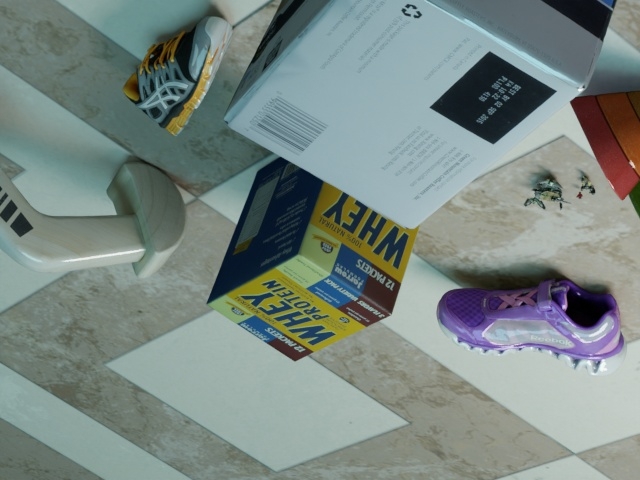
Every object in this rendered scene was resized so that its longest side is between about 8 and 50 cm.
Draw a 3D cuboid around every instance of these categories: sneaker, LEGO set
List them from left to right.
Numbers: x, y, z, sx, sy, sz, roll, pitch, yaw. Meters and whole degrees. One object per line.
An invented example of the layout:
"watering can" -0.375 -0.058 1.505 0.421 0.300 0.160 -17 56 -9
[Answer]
"sneaker" -0.161 -0.189 2.158 0.083 0.084 0.215 30 147 -7
"sneaker" 0.260 0.087 2.348 0.236 0.095 0.104 10 140 5
"LEGO set" 0.268 -0.058 2.188 0.083 0.023 0.054 -5 144 12

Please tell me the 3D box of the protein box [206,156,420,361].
"protein box" 0.000 0.000 2.240 0.136 0.201 0.200 33 145 -21

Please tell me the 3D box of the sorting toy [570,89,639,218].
"sorting toy" 0.396 -0.053 2.081 0.126 0.127 0.365 -29 133 13

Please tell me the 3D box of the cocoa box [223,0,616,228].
"cocoa box" 0.103 -0.210 1.835 0.231 0.228 0.347 29 150 -12

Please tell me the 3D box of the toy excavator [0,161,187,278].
"toy excavator" -0.440 -0.061 2.328 0.445 0.433 0.222 50 145 4
